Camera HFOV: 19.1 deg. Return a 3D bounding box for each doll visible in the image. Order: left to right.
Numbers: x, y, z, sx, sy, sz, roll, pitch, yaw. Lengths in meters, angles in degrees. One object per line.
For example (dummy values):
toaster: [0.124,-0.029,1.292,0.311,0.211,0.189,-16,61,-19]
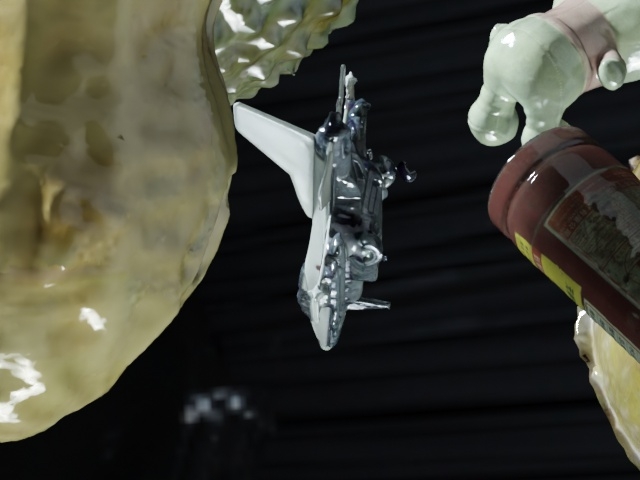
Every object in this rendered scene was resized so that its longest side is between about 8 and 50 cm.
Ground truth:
doll: [0.245,-0.183,1.657,0.275,0.155,0.113,-39,-50,-15]

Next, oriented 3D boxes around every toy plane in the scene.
toy plane: [0.015,-0.003,1.083,0.234,0.082,0.160,71,-158,-51]

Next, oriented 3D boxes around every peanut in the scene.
peanut: [-0.088,-0.066,0.704,0.130,0.130,0.290,9,-88,-65]

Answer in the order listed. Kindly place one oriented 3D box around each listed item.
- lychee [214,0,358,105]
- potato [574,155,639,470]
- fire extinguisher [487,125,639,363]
lychee: [-0.070,-0.196,0.930,0.255,0.255,0.274,18,-114,-64]
potato: [0.399,-0.023,1.200,0.442,0.385,0.319,-49,-12,-27]
fire extinguisher: [0.193,0.027,0.991,0.075,0.252,0.106,-25,-39,-25]
